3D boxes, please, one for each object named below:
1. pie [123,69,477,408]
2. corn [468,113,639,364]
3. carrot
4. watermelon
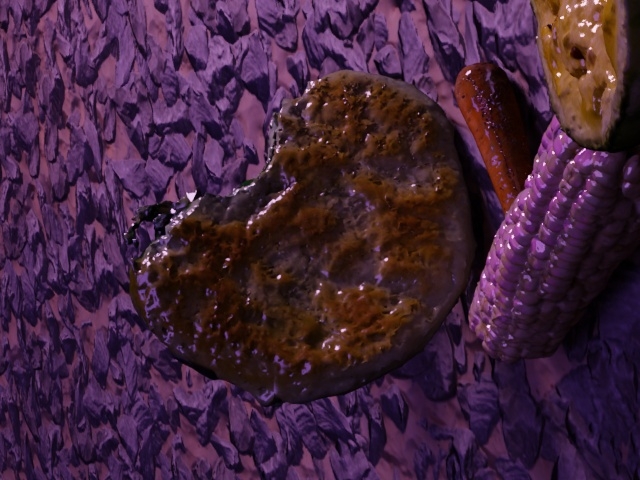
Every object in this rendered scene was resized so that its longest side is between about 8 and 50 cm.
[{"bbox_3d":[0.000,0.000,1.752,0.296,0.371,0.078,46,165,12],"label":"pie"},{"bbox_3d":[0.214,-0.007,1.572,0.126,0.127,0.335,62,147,27],"label":"corn"},{"bbox_3d":[0.170,-0.094,1.670,0.055,0.055,0.161,-52,49,52],"label":"carrot"},{"bbox_3d":[0.261,-0.228,1.346,0.331,0.189,0.331,-7,-90,-88],"label":"watermelon"}]
